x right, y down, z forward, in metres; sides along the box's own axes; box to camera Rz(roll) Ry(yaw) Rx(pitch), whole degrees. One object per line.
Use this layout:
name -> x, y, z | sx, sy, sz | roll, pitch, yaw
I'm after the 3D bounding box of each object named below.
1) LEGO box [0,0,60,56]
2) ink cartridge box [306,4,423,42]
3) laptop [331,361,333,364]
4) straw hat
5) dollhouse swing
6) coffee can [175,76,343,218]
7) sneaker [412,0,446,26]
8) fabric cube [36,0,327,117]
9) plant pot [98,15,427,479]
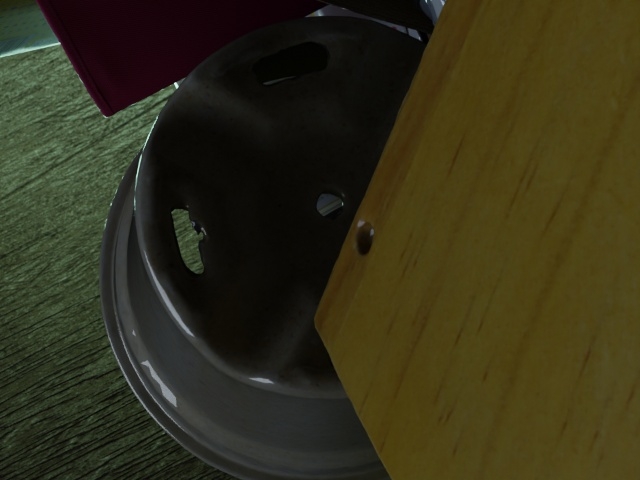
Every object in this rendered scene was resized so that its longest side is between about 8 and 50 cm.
LEGO box -> -0.315, -0.366, 1.291 | 0.193, 0.500, 0.372 | -27, 86, 49
ink cartridge box -> 0.030, -0.191, 1.266 | 0.198, 0.067, 0.115 | 61, 176, 37
laptop -> 0.075, 0.091, 1.387 | 0.137, 0.234, 0.264 | 61, 177, 11
straw hat -> 0.062, -0.164, 0.905 | 0.144, 0.144, 0.061 | -126, 51, -74
dollhouse swing -> 0.210, 0.086, 0.586 | 0.315, 0.305, 0.347 | -67, 30, 27
coffee can -> -0.017, -0.109, 1.560 | 0.275, 0.201, 0.201 | 63, 178, 15
sneaker -> 0.100, -0.099, 0.786 | 0.132, 0.086, 0.229 | -96, -11, -84
fabric cube -> -0.115, -0.292, 1.010 | 0.259, 0.258, 0.254 | 61, 176, 34
plant pot -> 0.000, 0.000, 0.962 | 0.334, 0.333, 0.305 | 63, 175, 8
